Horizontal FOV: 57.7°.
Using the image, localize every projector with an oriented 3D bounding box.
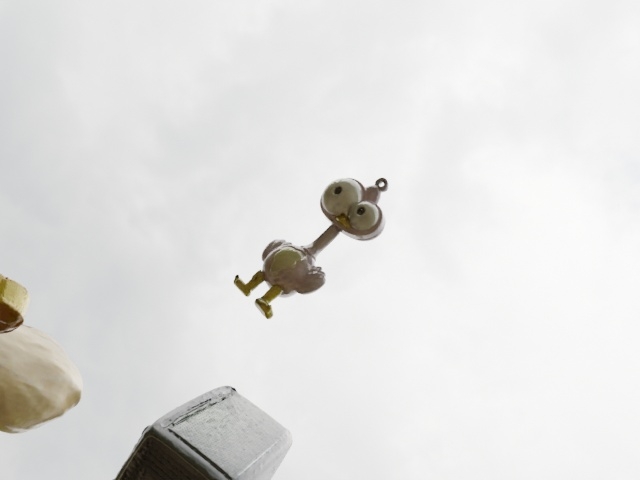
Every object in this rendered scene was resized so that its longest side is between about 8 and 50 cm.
[{"bbox_3d":[-0.288,0.549,1.237,0.242,0.405,0.395,34,-84,13],"label":"projector"}]

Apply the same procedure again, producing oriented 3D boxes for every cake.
[{"bbox_3d":[-0.364,0.070,0.635,0.084,0.084,0.044,-20,-136,27],"label":"cake"}]

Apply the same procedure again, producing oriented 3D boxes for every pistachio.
[{"bbox_3d":[-0.452,0.193,0.840,0.158,0.229,0.157,-13,-126,18],"label":"pistachio"}]

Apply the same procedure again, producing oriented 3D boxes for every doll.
[{"bbox_3d":[0.001,0.000,1.146,0.365,0.094,0.160,-44,-128,-9],"label":"doll"}]
